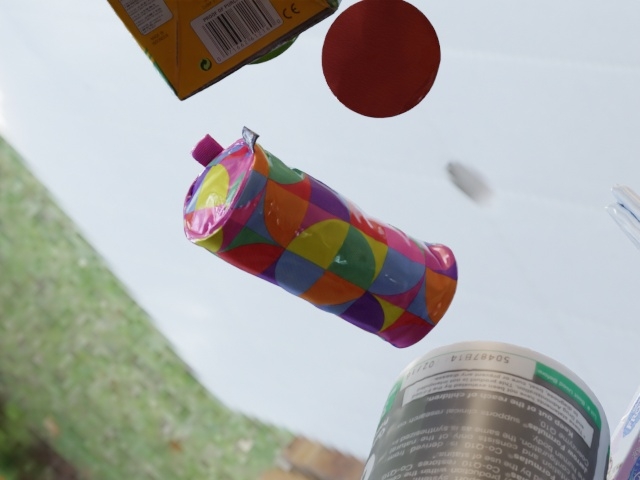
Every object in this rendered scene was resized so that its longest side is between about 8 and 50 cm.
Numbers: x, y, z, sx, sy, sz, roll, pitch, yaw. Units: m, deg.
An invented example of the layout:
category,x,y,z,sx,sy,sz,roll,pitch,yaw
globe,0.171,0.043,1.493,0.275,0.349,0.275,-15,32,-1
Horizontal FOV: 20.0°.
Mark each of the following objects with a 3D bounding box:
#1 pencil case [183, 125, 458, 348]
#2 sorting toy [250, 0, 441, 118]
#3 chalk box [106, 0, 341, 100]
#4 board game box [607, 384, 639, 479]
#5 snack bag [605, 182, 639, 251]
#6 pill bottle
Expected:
category,x,y,z,sx,sy,sz,roll,pitch,yaw
pencil case,0.000,0.000,1.472,0.236,0.104,0.104,31,166,-27
sorting toy,-0.040,-0.229,1.879,0.365,0.127,0.126,24,-176,11
chalk box,-0.078,-0.285,1.669,0.179,0.180,0.289,55,-159,-16
board game box,0.473,0.211,1.864,0.318,0.318,0.066,28,179,-10
snack bag,0.374,0.108,1.505,0.323,0.037,0.342,48,-174,-14
pill bottle,0.116,0.265,1.471,0.204,0.361,0.204,8,127,11
